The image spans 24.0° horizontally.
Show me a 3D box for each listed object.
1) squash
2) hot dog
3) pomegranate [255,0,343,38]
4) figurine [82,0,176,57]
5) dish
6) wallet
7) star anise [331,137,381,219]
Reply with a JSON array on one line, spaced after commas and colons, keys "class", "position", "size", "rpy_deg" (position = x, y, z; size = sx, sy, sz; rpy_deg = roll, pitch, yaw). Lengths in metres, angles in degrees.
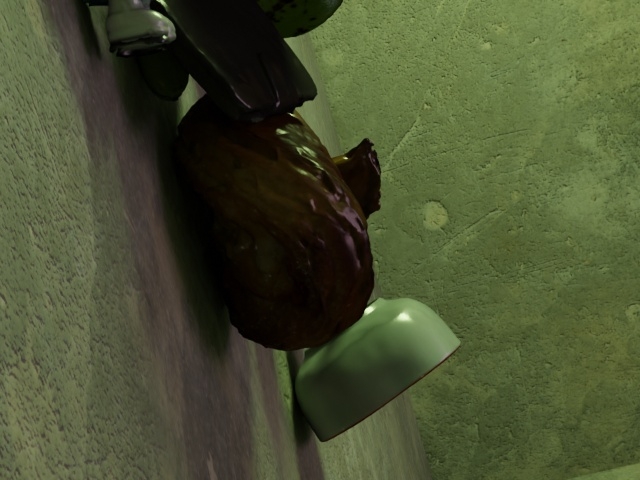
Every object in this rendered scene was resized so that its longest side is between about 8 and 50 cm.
[{"class": "squash", "position": [-0.176, -0.232, 1.549], "size": [0.052, 0.052, 0.183], "rpy_deg": [-73, 150, -78]}, {"class": "hot dog", "position": [-0.058, -0.034, 1.663], "size": [0.387, 0.174, 0.267], "rpy_deg": [-119, -167, -68]}, {"class": "pomegranate", "position": [-0.075, -0.386, 2.032], "size": [0.254, 0.270, 0.254], "rpy_deg": [29, 35, -22]}, {"class": "figurine", "position": [-0.185, -0.293, 1.379], "size": [0.138, 0.110, 0.245], "rpy_deg": [-22, 103, -86]}, {"class": "dish", "position": [0.063, 0.161, 2.059], "size": [0.117, 0.256, 0.256], "rpy_deg": [55, 7, 0]}, {"class": "wallet", "position": [-0.088, -0.200, 1.572], "size": [0.165, 0.042, 0.309], "rpy_deg": [49, 16, 3]}, {"class": "star anise", "position": [-0.011, 0.002, 1.974], "size": [0.346, 0.148, 0.237], "rpy_deg": [100, -16, -45]}]
